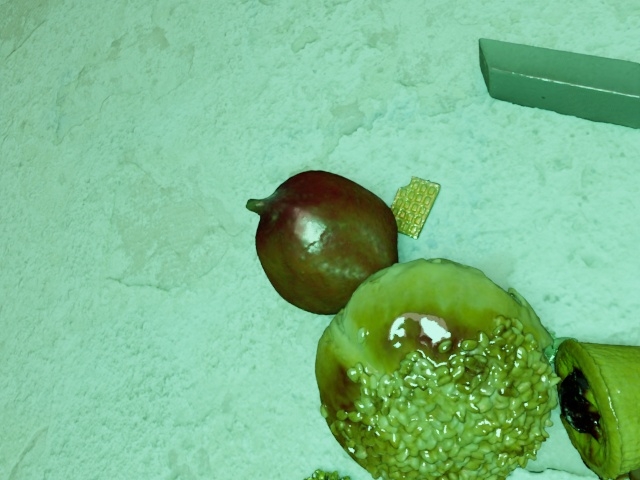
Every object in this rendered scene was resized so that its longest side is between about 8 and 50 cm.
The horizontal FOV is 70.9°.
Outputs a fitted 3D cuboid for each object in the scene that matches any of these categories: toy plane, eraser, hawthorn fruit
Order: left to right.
[{"bbox_3d":[0.015,0.000,0.907,0.294,0.311,0.295,-10,46,10],"label":"hawthorn fruit"},{"bbox_3d":[0.417,0.196,0.833,0.111,0.040,0.103,-14,90,20],"label":"toy plane"},{"bbox_3d":[0.480,-0.321,0.911,0.352,0.111,0.077,23,83,26],"label":"eraser"}]

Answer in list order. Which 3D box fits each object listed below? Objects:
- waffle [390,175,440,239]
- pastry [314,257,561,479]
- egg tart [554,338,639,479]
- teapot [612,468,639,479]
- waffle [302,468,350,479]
[{"bbox_3d":[0.203,-0.077,1.004,0.092,0.021,0.135,21,84,26],"label":"waffle"},{"bbox_3d":[0.182,0.233,0.743,0.409,0.245,0.410,3,110,8],"label":"pastry"},{"bbox_3d":[0.473,0.259,0.711,0.170,0.215,0.215,-8,73,9],"label":"egg tart"},{"bbox_3d":[0.548,0.393,0.698,0.173,0.116,0.116,-33,63,40],"label":"teapot"},{"bbox_3d":[0.021,0.560,0.879,0.197,0.070,0.193,37,91,23],"label":"waffle"}]
